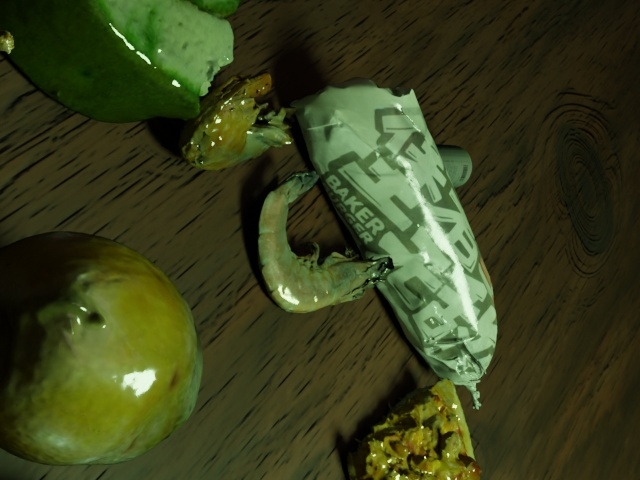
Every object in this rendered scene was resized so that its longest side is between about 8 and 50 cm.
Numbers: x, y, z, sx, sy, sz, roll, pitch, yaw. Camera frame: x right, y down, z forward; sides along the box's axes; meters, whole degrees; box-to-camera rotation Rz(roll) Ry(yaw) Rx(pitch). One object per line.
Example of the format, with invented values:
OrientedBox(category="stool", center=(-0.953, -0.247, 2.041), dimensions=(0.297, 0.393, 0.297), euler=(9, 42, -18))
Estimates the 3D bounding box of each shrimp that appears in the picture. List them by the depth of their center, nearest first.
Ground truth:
OrientedBox(category="shrimp", center=(-0.055, -0.124, 1.611), dimensions=(0.066, 0.117, 0.262), euler=(51, 28, 7))
OrientedBox(category="shrimp", center=(0.000, 0.000, 1.701), dimensions=(0.219, 0.046, 0.152), euler=(-3, 81, -51))

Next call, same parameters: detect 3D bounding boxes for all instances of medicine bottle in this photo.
OrientedBox(category="medicine bottle", center=(0.125, -0.093, 1.964), dimensions=(0.199, 0.058, 0.057), euler=(-6, 80, -60))

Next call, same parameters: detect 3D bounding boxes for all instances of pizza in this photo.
OrientedBox(category="pizza", center=(0.112, 0.286, 1.712), dimensions=(0.226, 0.086, 0.335), euler=(45, 41, -42))

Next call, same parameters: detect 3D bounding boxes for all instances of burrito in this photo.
OrientedBox(category="burrito", center=(0.114, 0.003, 1.827), dimensions=(0.445, 0.139, 0.101), euler=(63, -8, -19))

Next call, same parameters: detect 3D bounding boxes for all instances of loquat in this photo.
OrientedBox(category="loquat", center=(-0.186, 0.085, 1.216), dimensions=(0.227, 0.179, 0.179), euler=(16, 61, -58))

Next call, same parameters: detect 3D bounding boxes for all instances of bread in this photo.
OrientedBox(category="bread", center=(-0.187, -0.292, 1.462), dimensions=(0.366, 0.129, 0.381), euler=(-26, 98, -61))

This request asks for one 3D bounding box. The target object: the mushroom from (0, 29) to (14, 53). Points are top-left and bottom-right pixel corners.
OrientedBox(category="mushroom", center=(-0.321, -0.097, 1.236), dimensions=(0.026, 0.028, 0.286), euler=(34, 42, 1))
